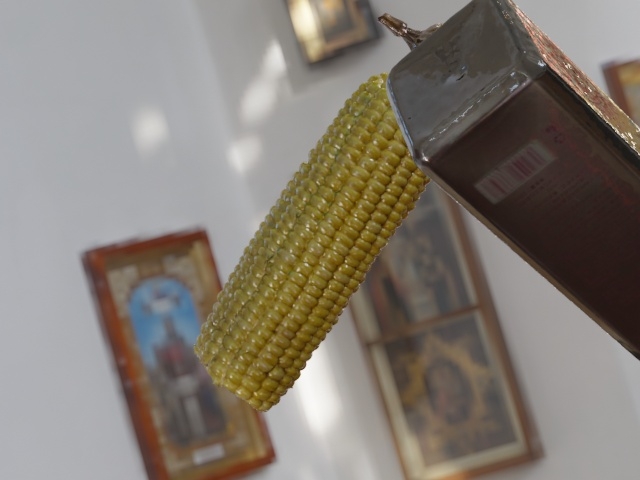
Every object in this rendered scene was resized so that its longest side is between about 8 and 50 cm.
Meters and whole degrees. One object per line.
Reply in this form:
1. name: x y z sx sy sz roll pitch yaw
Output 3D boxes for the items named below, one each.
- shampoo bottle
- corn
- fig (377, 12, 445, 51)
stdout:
1. shampoo bottle: 0.140 -0.020 0.948 0.080 0.079 0.246 -38 -53 17
2. corn: 0.000 0.000 1.247 0.248 0.081 0.081 -57 -11 6
3. fig: 0.134 -0.150 1.565 0.119 0.153 0.119 -29 -3 -2
